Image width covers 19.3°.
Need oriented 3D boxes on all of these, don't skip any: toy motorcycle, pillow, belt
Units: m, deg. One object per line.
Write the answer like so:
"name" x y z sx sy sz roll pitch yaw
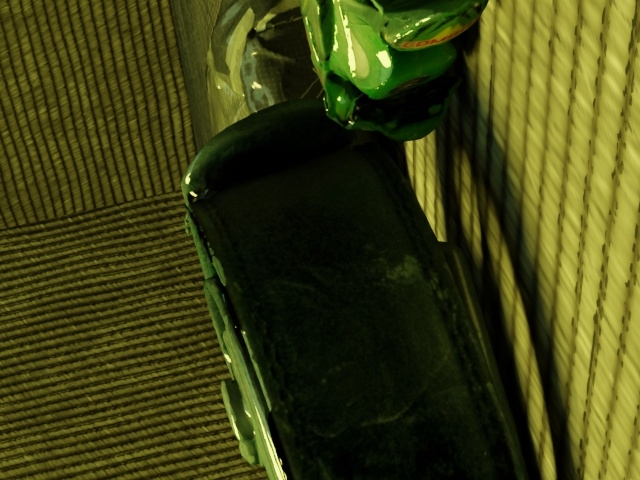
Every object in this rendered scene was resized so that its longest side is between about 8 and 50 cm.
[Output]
"toy motorcycle" 0.020 -0.094 0.716 0.190 0.074 0.106 108 140 -78
"pillow" 0.000 0.000 1.006 0.161 0.092 0.335 152 106 -79
"belt" 0.021 0.070 0.795 0.206 0.116 0.267 -135 26 -77
